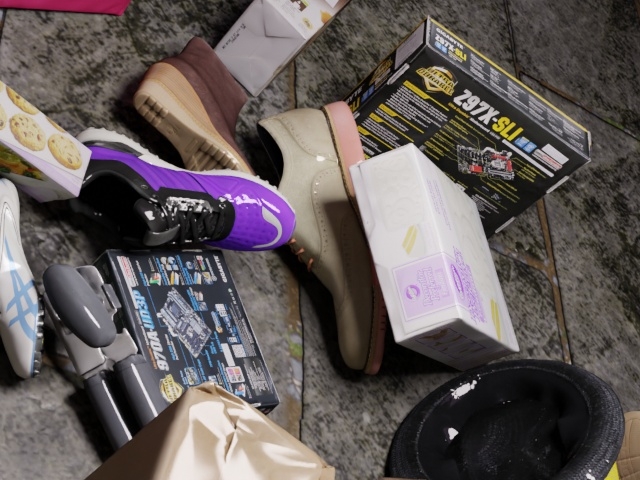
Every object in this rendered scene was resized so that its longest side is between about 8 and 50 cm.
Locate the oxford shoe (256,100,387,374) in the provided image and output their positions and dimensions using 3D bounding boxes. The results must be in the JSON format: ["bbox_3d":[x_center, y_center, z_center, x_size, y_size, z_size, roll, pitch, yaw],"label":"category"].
[{"bbox_3d":[0.000,0.000,1.703,0.146,0.140,0.397,-6,64,-11],"label":"oxford shoe"}]

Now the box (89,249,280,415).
[{"bbox_3d":[-0.161,0.114,1.482,0.175,0.051,0.220,-1,59,-44],"label":"box"}]

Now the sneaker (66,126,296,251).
[{"bbox_3d":[-0.174,-0.030,1.500,0.293,0.102,0.146,17,28,-8],"label":"sneaker"}]

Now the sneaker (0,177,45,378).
[{"bbox_3d":[-0.349,0.042,1.352,0.086,0.085,0.237,-12,68,-19],"label":"sneaker"}]

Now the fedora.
[{"bbox_3d":[0.247,0.298,1.604,0.334,0.334,0.153,-53,133,-51],"label":"fedora"}]

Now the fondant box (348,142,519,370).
[{"bbox_3d":[0.159,0.033,1.686,0.330,0.096,0.238,28,45,-65],"label":"fondant box"}]

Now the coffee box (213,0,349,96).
[{"bbox_3d":[-0.045,-0.340,1.904,0.098,0.141,0.246,44,39,-5],"label":"coffee box"}]

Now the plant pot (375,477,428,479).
[{"bbox_3d":[-0.003,0.365,1.290,0.229,0.263,0.263,11,49,-16],"label":"plant pot"}]

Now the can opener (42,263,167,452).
[{"bbox_3d":[-0.224,0.156,1.333,0.283,0.076,0.095,63,13,9],"label":"can opener"}]

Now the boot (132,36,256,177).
[{"bbox_3d":[-0.132,-0.156,1.709,0.248,0.090,0.207,49,32,-10],"label":"boot"}]

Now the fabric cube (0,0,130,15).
[{"bbox_3d":[-0.346,-0.473,1.638,0.258,0.259,0.254,-8,63,-49],"label":"fabric cube"}]

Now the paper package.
[{"bbox_3d":[-0.160,0.338,1.071,0.168,0.325,0.309,34,40,-18],"label":"paper package"}]

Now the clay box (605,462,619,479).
[{"bbox_3d":[0.369,0.356,1.782,0.127,0.053,0.222,25,45,-27],"label":"clay box"}]

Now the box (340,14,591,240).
[{"bbox_3d":[0.203,-0.153,1.890,0.322,0.257,0.079,31,40,-20],"label":"box"}]

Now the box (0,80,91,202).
[{"bbox_3d":[-0.373,-0.143,1.327,0.324,0.063,0.067,42,50,-47],"label":"box"}]

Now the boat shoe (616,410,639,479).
[{"bbox_3d":[0.531,0.385,1.880,0.092,0.103,0.285,-11,70,-53],"label":"boat shoe"}]
